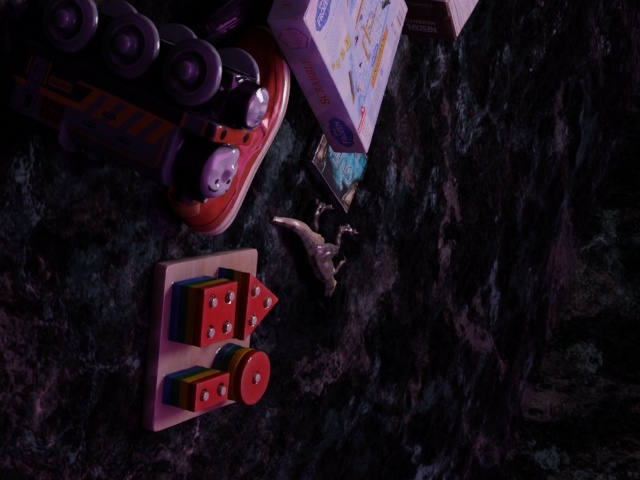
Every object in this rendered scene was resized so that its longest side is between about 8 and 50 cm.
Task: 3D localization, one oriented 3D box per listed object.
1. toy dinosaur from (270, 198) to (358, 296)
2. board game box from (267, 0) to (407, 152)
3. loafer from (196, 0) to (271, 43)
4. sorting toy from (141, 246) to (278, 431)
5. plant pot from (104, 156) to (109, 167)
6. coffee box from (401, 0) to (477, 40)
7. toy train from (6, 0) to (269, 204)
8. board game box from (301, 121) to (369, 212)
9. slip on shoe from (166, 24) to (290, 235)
[{"bbox_3d":[0.000,0.000,2.232,0.118,0.064,0.268,-59,143,-22],"label":"toy dinosaur"},{"bbox_3d":[0.037,-0.358,1.980,0.318,0.066,0.319,61,38,-50],"label":"board game box"},{"bbox_3d":[-0.118,-0.372,1.878,0.078,0.076,0.223,50,55,-11],"label":"loafer"},{"bbox_3d":[-0.159,0.154,1.956,0.255,0.089,0.257,-11,109,-60],"label":"sorting toy"},{"bbox_3d":[-0.240,-0.169,1.684,0.109,0.109,0.096,-53,130,-40],"label":"plant pot"},{"bbox_3d":[0.233,-0.505,2.397,0.246,0.141,0.098,-60,147,-30],"label":"coffee box"},{"bbox_3d":[-0.221,-0.174,1.494,0.142,0.334,0.190,-6,119,-67],"label":"toy train"},{"bbox_3d":[0.029,-0.149,2.264,0.186,0.026,0.126,53,53,-54],"label":"board game box"},{"bbox_3d":[-0.137,-0.172,1.862,0.101,0.123,0.331,34,74,-56],"label":"slip on shoe"}]
